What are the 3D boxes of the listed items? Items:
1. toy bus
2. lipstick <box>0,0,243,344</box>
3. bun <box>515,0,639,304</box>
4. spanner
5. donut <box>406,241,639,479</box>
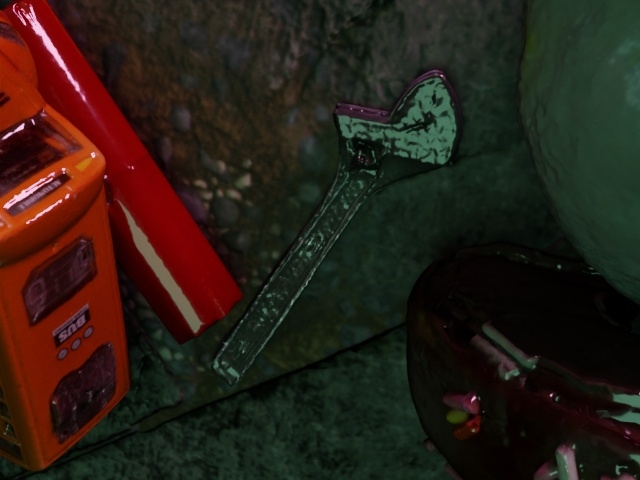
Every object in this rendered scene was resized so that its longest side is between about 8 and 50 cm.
[{"bbox_3d":[-0.226,0.009,0.620,0.153,0.143,0.329,27,137,23],"label":"toy bus"},{"bbox_3d":[-0.161,-0.051,0.677,0.073,0.073,0.280,-28,103,23],"label":"lipstick"},{"bbox_3d":[0.280,-0.096,0.455,0.362,0.211,0.362,1,98,6],"label":"bun"},{"bbox_3d":[0.000,0.000,0.689,0.093,0.026,0.325,33,118,-4],"label":"spanner"},{"bbox_3d":[0.216,0.113,0.557,0.345,0.259,0.136,11,109,7],"label":"donut"}]
